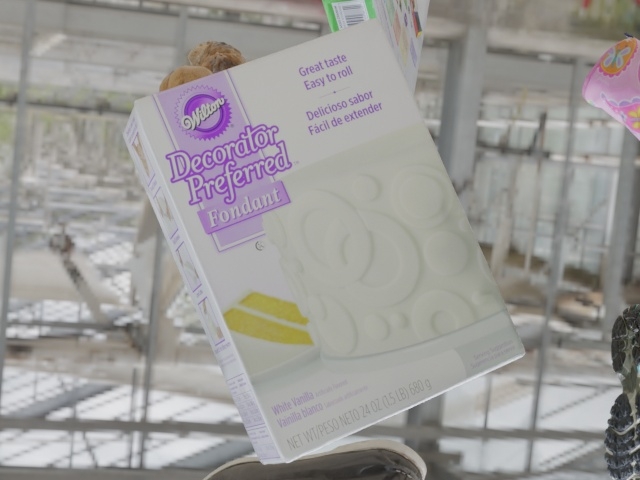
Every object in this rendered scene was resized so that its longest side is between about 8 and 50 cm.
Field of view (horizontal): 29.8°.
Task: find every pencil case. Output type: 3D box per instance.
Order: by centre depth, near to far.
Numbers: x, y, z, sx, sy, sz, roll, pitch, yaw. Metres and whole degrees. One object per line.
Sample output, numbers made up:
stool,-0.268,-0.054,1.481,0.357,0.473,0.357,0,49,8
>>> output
pencil case,0.499,-0.171,1.671,0.124,0.124,0.284,1,-145,-44

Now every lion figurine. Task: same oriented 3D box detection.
lion figurine,-0.167,-0.199,1.809,0.142,0.240,0.392,-10,-178,4

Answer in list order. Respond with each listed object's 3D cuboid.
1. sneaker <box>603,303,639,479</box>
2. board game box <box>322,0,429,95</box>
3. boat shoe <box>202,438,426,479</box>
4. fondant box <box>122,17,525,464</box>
sneaker,0.484,0.236,1.697,0.122,0.282,0.110,12,168,-17
board game box,0.084,-0.335,1.627,0.064,0.242,0.316,-3,-133,17
boat shoe,-0.037,0.299,1.316,0.335,0.112,0.095,-22,-151,34
fondant box,0.000,0.000,1.060,0.238,0.330,0.096,-22,174,-17
